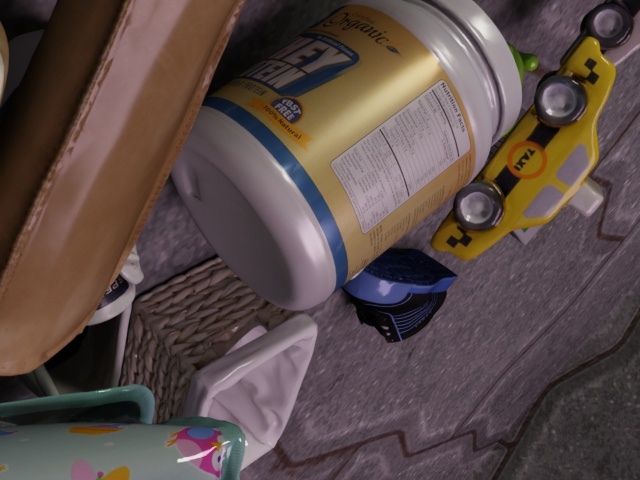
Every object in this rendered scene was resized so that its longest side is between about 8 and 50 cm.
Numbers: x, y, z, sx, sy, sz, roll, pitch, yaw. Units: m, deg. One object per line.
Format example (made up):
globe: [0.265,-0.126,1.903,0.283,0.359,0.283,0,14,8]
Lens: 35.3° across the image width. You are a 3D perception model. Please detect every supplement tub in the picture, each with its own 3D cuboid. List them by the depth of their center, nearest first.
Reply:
supplement tub: [0.017,-0.066,0.647,0.199,0.144,0.144,-38,155,-21]

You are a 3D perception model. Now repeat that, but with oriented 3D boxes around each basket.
basket: [-0.088,0.108,0.790,0.113,0.103,0.167,-28,149,-37]

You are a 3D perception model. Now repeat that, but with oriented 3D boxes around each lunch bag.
lunch bag: [-0.174,0.168,0.545,0.223,0.160,0.262,-5,178,-23]

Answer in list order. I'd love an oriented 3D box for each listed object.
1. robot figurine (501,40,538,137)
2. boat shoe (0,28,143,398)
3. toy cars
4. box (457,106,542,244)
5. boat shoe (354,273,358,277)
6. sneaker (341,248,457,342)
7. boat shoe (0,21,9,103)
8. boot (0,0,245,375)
robot figurine: [0.136,-0.127,0.852,0.101,0.067,0.115,-53,159,-18]
boat shoe: [-0.142,0.010,0.561,0.096,0.088,0.267,-27,150,-39]
toy cars: [0.225,-0.126,0.783,0.394,0.087,0.176,-52,177,-25]
box: [0.189,-0.069,0.990,0.101,0.102,0.087,-50,159,4]
boat shoe: [0.000,-0.001,0.798,0.079,0.081,0.227,-55,155,17]
sneaker: [0.070,0.060,1.014,0.090,0.081,0.232,-60,156,11]
boat shoe: [-0.151,-0.011,0.350,0.048,0.056,0.153,-1,116,-52]
boot: [-0.066,-0.106,0.434,0.269,0.089,0.236,-61,179,24]
